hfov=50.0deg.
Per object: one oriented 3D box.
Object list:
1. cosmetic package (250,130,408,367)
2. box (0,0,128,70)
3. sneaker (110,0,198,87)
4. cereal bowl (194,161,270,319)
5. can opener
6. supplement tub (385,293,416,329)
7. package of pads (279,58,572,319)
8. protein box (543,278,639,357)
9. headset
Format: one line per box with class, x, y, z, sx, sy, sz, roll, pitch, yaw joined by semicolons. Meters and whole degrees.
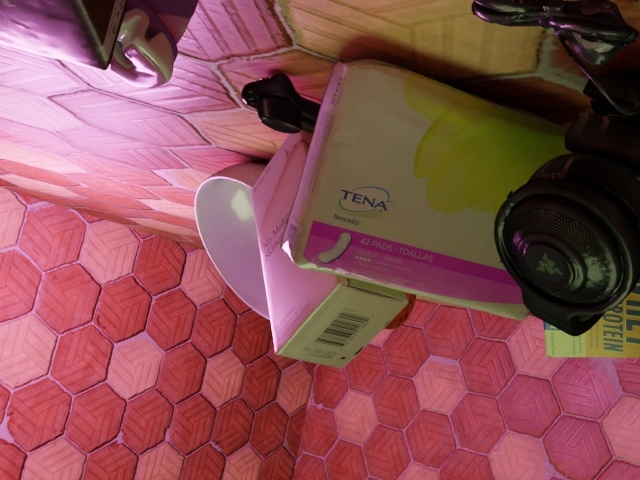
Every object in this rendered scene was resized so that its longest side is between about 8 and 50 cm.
cosmetic package;0.000;0.000;0.952;0.113;0.310;0.160;16;129;-30
box;-0.201;-0.217;0.356;0.203;0.169;0.167;12;171;-6
sneaker;-0.191;-0.232;0.535;0.236;0.105;0.095;40;161;-22
cereal bowl;-0.083;-0.007;1.332;0.141;0.339;0.338;-36;-157;-34
can opener;-0.029;-0.162;0.875;0.059;0.073;0.186;-4;173;34
supplement tub;0.040;0.098;1.483;0.193;0.194;0.316;19;168;-42
package of pads;0.126;-0.057;0.762;0.296;0.229;0.101;13;-168;-14
protein box;0.390;0.037;0.886;0.199;0.136;0.201;-3;-151;20
headset;0.241;-0.068;0.631;0.185;0.243;0.394;29;166;31
